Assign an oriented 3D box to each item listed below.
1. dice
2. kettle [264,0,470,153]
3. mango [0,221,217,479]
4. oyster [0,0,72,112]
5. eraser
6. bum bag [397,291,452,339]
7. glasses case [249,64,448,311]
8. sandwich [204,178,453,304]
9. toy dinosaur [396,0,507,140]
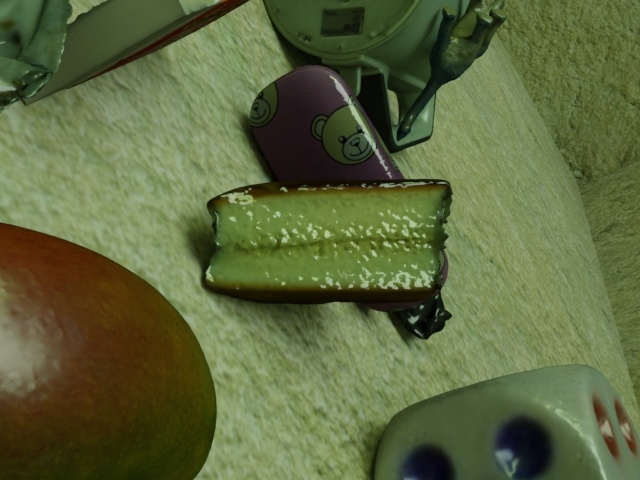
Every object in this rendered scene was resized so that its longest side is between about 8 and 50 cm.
[{"bbox_3d":[0.223,0.286,0.808,0.259,0.243,0.251,25,47,-58],"label":"dice"},{"bbox_3d":[0.107,-0.313,1.142,0.376,0.250,0.361,-3,92,-66],"label":"kettle"},{"bbox_3d":[-0.146,0.072,0.406,0.289,0.129,0.146,29,41,-65],"label":"mango"},{"bbox_3d":[-0.237,-0.147,0.456,0.199,0.087,0.252,5,44,-40],"label":"oyster"},{"bbox_3d":[-0.129,-0.184,0.615,0.038,0.157,0.230,62,25,-16],"label":"eraser"},{"bbox_3d":[0.086,-0.017,0.998,0.326,0.079,0.142,61,33,-19],"label":"bum bag"},{"bbox_3d":[0.036,-0.051,0.864,0.316,0.123,0.076,57,21,-19],"label":"glasses case"},{"bbox_3d":[0.000,0.000,0.729,0.235,0.128,0.122,1,82,-17],"label":"sandwich"},{"bbox_3d":[0.194,-0.265,1.088,0.075,0.188,0.248,32,45,7],"label":"toy dinosaur"}]
